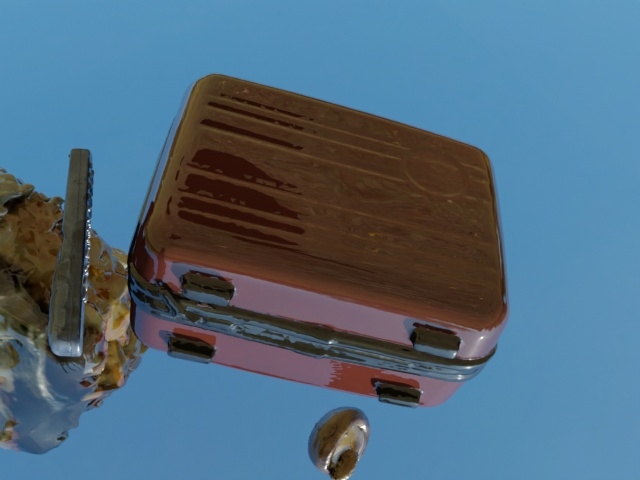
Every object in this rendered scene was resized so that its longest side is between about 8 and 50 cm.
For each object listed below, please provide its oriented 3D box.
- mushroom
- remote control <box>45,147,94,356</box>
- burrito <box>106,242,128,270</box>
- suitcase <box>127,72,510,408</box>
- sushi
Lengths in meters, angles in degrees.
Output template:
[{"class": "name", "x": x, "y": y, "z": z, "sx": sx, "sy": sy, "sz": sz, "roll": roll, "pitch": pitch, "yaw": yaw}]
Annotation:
[{"class": "mushroom", "x": 0.035, "y": 0.320, "z": 1.257, "sx": 0.087, "sy": 0.127, "sz": 0.127, "roll": 27, "pitch": -124, "yaw": 31}, {"class": "remote control", "x": -0.183, "y": 0.009, "z": 0.587, "sx": 0.027, "sy": 0.043, "sz": 0.152, "roll": 3, "pitch": -103, "yaw": -7}, {"class": "burrito", "x": -0.462, "y": 0.023, "z": 1.550, "sx": 0.087, "sy": 0.226, "sz": 0.060, "roll": -56, "pitch": -140, "yaw": 6}, {"class": "suitcase", "x": 0.000, "y": 0.000, "z": 0.669, "sx": 0.297, "sy": 0.161, "sz": 0.236, "roll": 13, "pitch": -133, "yaw": -7}, {"class": "sushi", "x": -0.413, "y": 0.069, "z": 0.934, "sx": 0.418, "sy": 0.417, "sz": 0.176, "roll": 26, "pitch": -141, "yaw": 11}]
